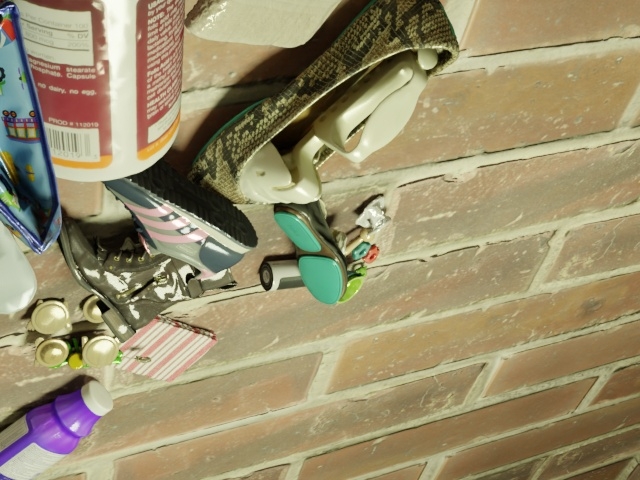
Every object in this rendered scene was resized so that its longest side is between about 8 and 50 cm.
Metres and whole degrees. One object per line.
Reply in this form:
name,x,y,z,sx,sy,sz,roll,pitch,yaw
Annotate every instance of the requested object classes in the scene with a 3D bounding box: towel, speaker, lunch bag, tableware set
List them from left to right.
lunch bag,-0.379,-0.130,1.135,0.138,0.221,0.293,-37,134,-23
tableware set,-0.417,0.157,1.773,0.169,0.020,0.141,-2,116,-26
towel,-0.303,0.199,1.947,0.144,0.029,0.197,-41,141,19
towel,-0.042,-0.330,1.316,0.187,0.049,0.282,-49,165,23
speaker,-0.041,0.060,1.916,0.136,0.055,0.055,-4,140,-31

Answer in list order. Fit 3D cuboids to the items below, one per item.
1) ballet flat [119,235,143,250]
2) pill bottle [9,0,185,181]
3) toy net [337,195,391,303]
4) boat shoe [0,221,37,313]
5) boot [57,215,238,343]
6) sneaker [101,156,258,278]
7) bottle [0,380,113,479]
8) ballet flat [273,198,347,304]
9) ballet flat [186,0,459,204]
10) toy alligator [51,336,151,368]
ballet flat,-0.294,0.005,1.688,0.114,0.041,0.041,-28,147,0
pill bottle,-0.262,-0.273,1.162,0.224,0.224,0.392,-13,144,-21
toy net,0.091,0.015,1.941,0.122,0.045,0.232,-14,141,-42
boat shoe,-0.475,-0.047,1.413,0.113,0.105,0.306,-32,123,-17
boot,-0.272,0.018,1.638,0.229,0.091,0.263,-32,122,-8
sneaker,-0.247,-0.041,1.525,0.319,0.112,0.131,36,118,-28
bottle,-0.517,0.366,1.956,0.283,0.092,0.118,-36,146,13
ballet flat,0.000,0.000,1.816,0.095,0.096,0.280,11,147,25
ballet flat,0.002,-0.168,1.525,0.483,0.182,0.164,-39,146,17
toy alligator,-0.393,0.196,1.849,0.190,0.056,0.051,-1,96,-23
